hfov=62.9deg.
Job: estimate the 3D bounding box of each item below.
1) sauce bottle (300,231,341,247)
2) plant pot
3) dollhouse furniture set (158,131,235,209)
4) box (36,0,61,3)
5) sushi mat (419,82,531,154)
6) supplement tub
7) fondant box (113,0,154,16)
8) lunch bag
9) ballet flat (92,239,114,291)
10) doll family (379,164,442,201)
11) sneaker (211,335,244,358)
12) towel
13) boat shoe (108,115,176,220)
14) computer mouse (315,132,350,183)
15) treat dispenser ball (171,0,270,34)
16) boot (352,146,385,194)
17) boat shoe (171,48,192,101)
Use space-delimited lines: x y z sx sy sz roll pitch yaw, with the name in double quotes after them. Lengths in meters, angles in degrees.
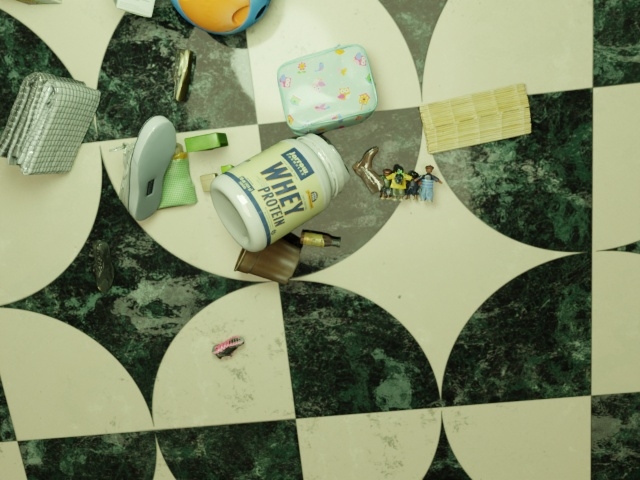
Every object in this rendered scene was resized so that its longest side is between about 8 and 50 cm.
0.000 0.000 1.647 0.128 0.042 0.042 7 103 2 "sauce bottle"
-0.158 0.048 1.611 0.165 0.167 0.167 23 102 -12 "plant pot"
-0.415 -0.197 1.560 0.301 0.151 0.197 -10 102 4 "dollhouse furniture set"
-0.813 -0.722 1.429 0.103 0.203 0.114 -1 104 3 "box"
0.463 -0.362 1.563 0.316 0.019 0.151 -11 101 4 "sushi mat"
-0.118 -0.141 1.470 0.325 0.235 0.235 -34 101 -23 "supplement tub"
-0.465 -0.784 1.338 0.096 0.238 0.330 3 128 -34 "fondant box"
0.023 -0.436 1.507 0.279 0.108 0.224 -14 86 2 "lunch bag"
-0.703 0.081 1.692 0.049 0.057 0.173 12 106 41 "ballet flat"
0.268 -0.177 1.587 0.193 0.076 0.111 3 98 -4 "doll family"
-0.300 0.360 1.741 0.119 0.047 0.057 -23 116 11 "sneaker"
-0.776 -0.332 1.501 0.121 0.235 0.283 28 101 -1 "towel"
-0.521 -0.230 1.497 0.156 0.136 0.367 41 137 13 "boat shoe"
0.026 -0.252 1.590 0.106 0.042 0.193 -34 99 8 "computer mouse"
-0.264 -0.695 1.375 0.288 0.288 0.288 0 103 2 "treat dispenser ball"
0.166 -0.208 1.579 0.106 0.037 0.114 -43 74 23 "boot"
-0.416 -0.489 1.549 0.049 0.056 0.152 14 93 4 "boat shoe"
